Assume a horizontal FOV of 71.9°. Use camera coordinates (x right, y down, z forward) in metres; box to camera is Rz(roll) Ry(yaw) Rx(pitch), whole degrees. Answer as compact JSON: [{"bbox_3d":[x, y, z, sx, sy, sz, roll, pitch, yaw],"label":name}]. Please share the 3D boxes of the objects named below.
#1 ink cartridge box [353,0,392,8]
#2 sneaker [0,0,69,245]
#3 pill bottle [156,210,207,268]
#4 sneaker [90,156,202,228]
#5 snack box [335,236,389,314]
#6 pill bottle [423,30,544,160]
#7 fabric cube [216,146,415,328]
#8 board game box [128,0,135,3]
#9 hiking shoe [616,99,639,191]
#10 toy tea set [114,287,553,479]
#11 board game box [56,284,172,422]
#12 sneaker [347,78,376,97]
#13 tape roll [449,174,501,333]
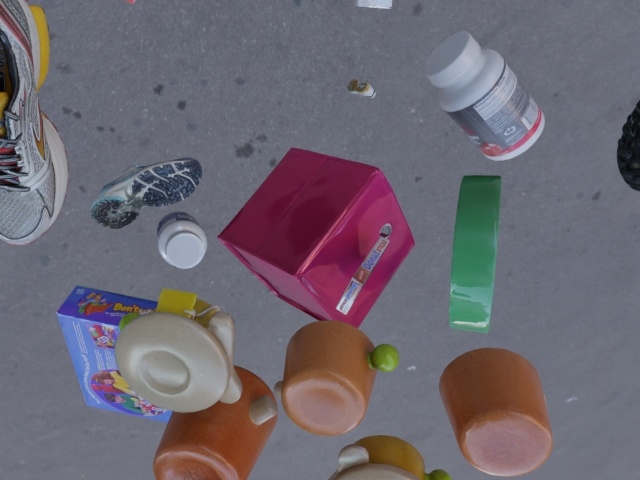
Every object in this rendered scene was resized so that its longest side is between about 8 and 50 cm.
[{"bbox_3d":[0.127,-0.654,1.026,0.085,0.148,0.203,2,118,0],"label":"ink cartridge box"},{"bbox_3d":[-0.271,-0.095,0.358,0.087,0.093,0.226,0,119,-13],"label":"sneaker"},{"bbox_3d":[-0.201,0.000,0.639,0.067,0.120,0.067,-6,106,-21],"label":"pill bottle"},{"bbox_3d":[-0.409,-0.141,1.029,0.282,0.122,0.110,-21,140,10],"label":"sneaker"},{"bbox_3d":[0.075,0.053,0.744,0.022,0.178,0.064,31,120,8],"label":"snack box"},{"bbox_3d":[0.409,-0.362,1.117,0.318,0.176,0.176,36,113,-28],"label":"pill bottle"},{"bbox_3d":[0.000,0.000,0.925,0.258,0.259,0.254,-52,136,-17],"label":"fabric cube"},{"bbox_3d":[-0.439,-0.574,0.843,0.193,0.045,0.147,13,123,-26],"label":"board game box"},{"bbox_3d":[0.484,-0.165,0.531,0.132,0.113,0.304,39,88,-31],"label":"hiking shoe"},{"bbox_3d":[0.007,0.133,0.374,0.335,0.124,0.200,9,114,5],"label":"toy tea set"},{"bbox_3d":[-0.413,0.266,0.975,0.233,0.078,0.347,12,129,-1],"label":"board game box"},{"bbox_3d":[0.089,-0.326,0.960,0.036,0.083,0.032,23,104,-37],"label":"sneaker"},{"bbox_3d":[0.322,0.026,0.915,0.077,0.321,0.321,4,136,20],"label":"tape roll"}]
